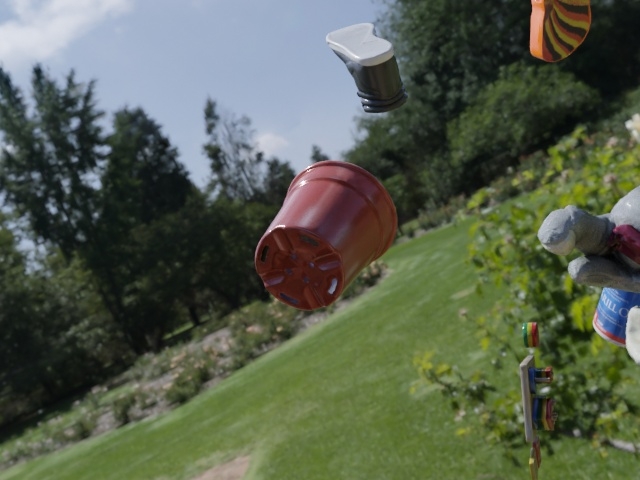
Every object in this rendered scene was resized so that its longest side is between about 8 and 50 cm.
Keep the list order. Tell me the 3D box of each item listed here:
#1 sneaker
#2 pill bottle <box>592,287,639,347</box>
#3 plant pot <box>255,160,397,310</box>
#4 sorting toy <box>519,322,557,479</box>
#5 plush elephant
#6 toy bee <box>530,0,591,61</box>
[{"bbox_3d":[0.090,-0.344,1.663,0.105,0.146,0.295,-20,30,-4],"label":"sneaker"},{"bbox_3d":[0.610,0.086,1.572,0.124,0.221,0.124,6,28,-3],"label":"pill bottle"},{"bbox_3d":[0.000,0.000,1.795,0.272,0.272,0.265,-25,15,32],"label":"plant pot"},{"bbox_3d":[0.387,0.285,1.451,0.046,0.274,0.132,-5,-3,20],"label":"sorting toy"},{"bbox_3d":[0.524,0.039,1.196,0.272,0.255,0.330,-38,-43,13],"label":"plush elephant"},{"bbox_3d":[0.413,-0.453,1.355,0.162,0.298,0.195,-16,44,-2],"label":"toy bee"}]
